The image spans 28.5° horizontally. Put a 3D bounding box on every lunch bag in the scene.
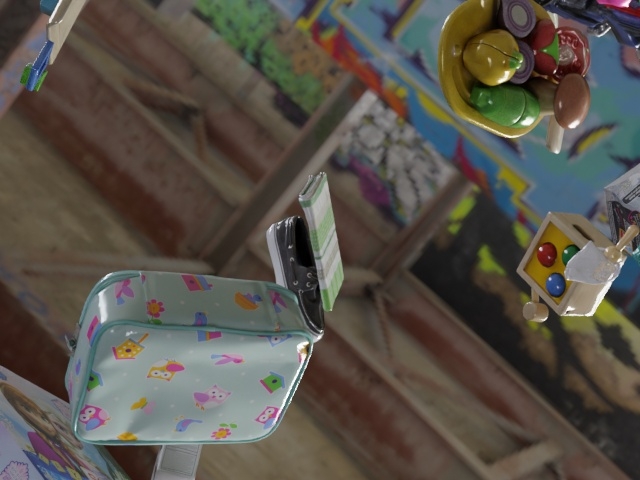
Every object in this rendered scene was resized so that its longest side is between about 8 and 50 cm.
[{"bbox_3d":[-0.166,0.148,1.503,0.279,0.224,0.108,5,-140,-22],"label":"lunch bag"}]

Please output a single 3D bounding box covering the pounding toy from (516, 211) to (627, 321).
[{"bbox_3d":[0.387,0.056,2.142,0.094,0.206,0.181,4,-147,-37],"label":"pounding toy"}]

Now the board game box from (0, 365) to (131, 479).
[{"bbox_3d":[-0.365,0.282,1.663,0.318,0.066,0.319,41,177,36],"label":"board game box"}]

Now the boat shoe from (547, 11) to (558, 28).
[{"bbox_3d":[0.350,-0.428,2.334,0.113,0.127,0.340,40,175,32],"label":"boat shoe"}]

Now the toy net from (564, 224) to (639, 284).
[{"bbox_3d":[0.488,0.022,1.959,0.045,0.232,0.122,-109,1,-63],"label":"toy net"}]

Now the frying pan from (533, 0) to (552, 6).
[{"bbox_3d":[0.422,-0.423,1.707,0.197,0.053,0.326,19,145,7],"label":"frying pan"}]

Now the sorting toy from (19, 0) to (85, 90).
[{"bbox_3d":[-0.398,-0.389,1.982,0.047,0.348,0.196,26,164,-9],"label":"sorting toy"}]

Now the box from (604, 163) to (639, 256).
[{"bbox_3d":[0.694,-0.081,2.431,0.142,0.247,0.163,41,159,45],"label":"box"}]

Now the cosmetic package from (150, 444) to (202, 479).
[{"bbox_3d":[-0.221,0.346,1.893,0.060,0.239,0.099,16,-122,-4],"label":"cosmetic package"}]

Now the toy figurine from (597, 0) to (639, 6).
[{"bbox_3d":[0.368,-0.329,1.447,0.159,0.173,0.130,-2,-176,-36],"label":"toy figurine"}]

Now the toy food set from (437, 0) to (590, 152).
[{"bbox_3d":[0.198,-0.154,1.135,0.071,0.128,0.218,15,180,43],"label":"toy food set"}]

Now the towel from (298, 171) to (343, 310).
[{"bbox_3d":[0.000,0.000,1.578,0.113,0.023,0.152,-60,-38,-69],"label":"towel"}]

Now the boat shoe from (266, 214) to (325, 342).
[{"bbox_3d":[-0.026,0.060,2.156,0.080,0.076,0.228,20,-133,-48],"label":"boat shoe"}]

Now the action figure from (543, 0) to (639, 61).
[{"bbox_3d":[0.487,-0.367,1.897,0.341,0.178,0.330,31,-177,36],"label":"action figure"}]
